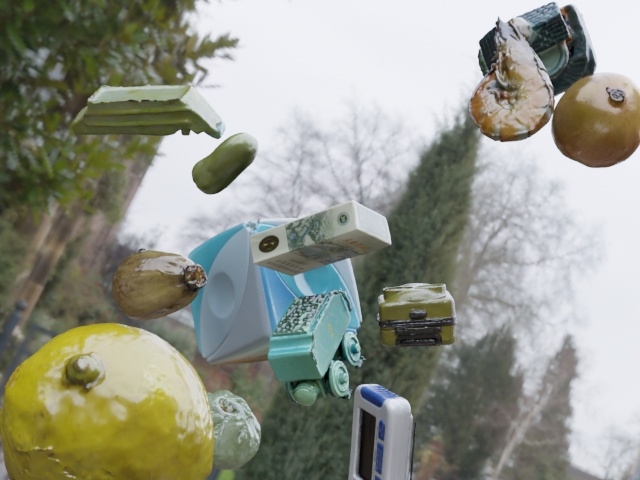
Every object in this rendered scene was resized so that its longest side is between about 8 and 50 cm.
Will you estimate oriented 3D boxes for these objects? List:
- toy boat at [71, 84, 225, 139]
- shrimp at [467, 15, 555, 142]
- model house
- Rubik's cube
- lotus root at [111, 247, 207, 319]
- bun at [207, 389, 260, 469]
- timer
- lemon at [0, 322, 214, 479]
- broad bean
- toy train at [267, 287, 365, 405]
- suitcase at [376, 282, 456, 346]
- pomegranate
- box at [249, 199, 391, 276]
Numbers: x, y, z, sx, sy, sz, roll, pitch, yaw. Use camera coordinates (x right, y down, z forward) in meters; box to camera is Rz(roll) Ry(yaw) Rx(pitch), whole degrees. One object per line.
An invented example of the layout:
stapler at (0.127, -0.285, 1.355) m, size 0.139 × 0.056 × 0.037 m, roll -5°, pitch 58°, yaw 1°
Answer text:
toy boat at (-0.314, -0.238, 1.734) m, size 0.276 × 0.084 × 0.111 m, roll 4°, pitch 28°, yaw 3°
shrimp at (0.355, -0.308, 1.830) m, size 0.164 × 0.316 × 0.062 m, roll -20°, pitch -39°, yaw 17°
model house at (0.450, -0.408, 2.061) m, size 0.253 × 0.184 × 0.291 m, roll -20°, pitch -8°, yaw 23°
Rubik's cube at (-0.132, 0.143, 2.603) m, size 0.347 × 0.351 × 0.352 m, roll 0°, pitch -14°, yaw -41°
lotus root at (-0.365, 0.093, 2.060) m, size 0.257 × 0.154 × 0.140 m, roll -14°, pitch -16°, yaw 33°
bun at (-0.225, 0.429, 2.174) m, size 0.195 × 0.118 × 0.195 m, roll 19°, pitch 34°, yaw -14°
timer at (0.132, 0.447, 2.033) m, size 0.078 × 0.253 × 0.178 m, roll 1°, pitch 7°, yaw -23°
lemon at (-0.252, 0.233, 1.136) m, size 0.260 × 0.260 × 0.284 m, roll 25°, pitch -51°, yaw -3°
broad bean at (-0.206, -0.165, 2.064) m, size 0.082 × 0.174 × 0.124 m, roll 59°, pitch 21°, yaw 6°
toy train at (-0.009, 0.189, 1.674) m, size 0.112 × 0.203 × 0.163 m, roll -12°, pitch -63°, yaw 24°
suitcase at (0.235, 0.181, 2.338) m, size 0.194 × 0.143 × 0.235 m, roll -3°, pitch 3°, yaw 3°
pomegranate at (0.544, -0.237, 1.841) m, size 0.191 × 0.191 × 0.191 m, roll 23°, pitch -12°, yaw 5°
box at (0.000, 0.001, 2.025) m, size 0.256 × 0.069 × 0.164 m, roll -18°, pitch -20°, yaw 25°
